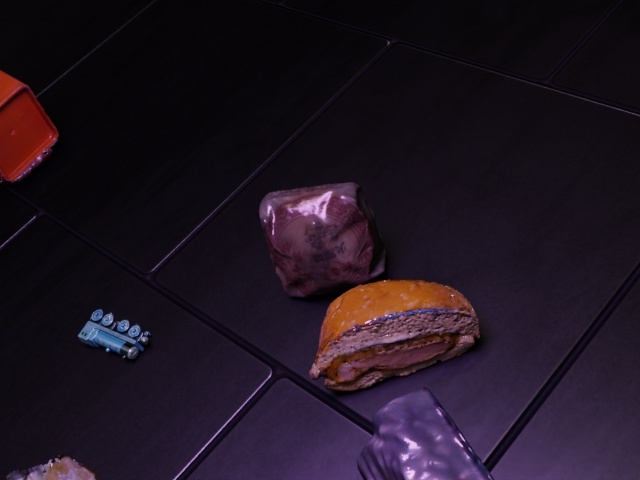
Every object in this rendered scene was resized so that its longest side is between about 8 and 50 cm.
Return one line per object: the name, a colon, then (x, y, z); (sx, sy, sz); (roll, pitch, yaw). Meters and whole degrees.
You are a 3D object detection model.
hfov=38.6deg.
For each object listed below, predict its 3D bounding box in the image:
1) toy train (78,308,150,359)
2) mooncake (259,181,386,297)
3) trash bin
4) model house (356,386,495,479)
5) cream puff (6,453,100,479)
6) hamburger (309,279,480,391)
toy train: (-0.241, 0.111, 1.070); (0.092, 0.029, 0.045); (17, 65, 32)
mooncake: (0.000, 0.000, 0.998); (0.125, 0.130, 0.073); (-14, 33, 12)
trash bin: (-0.532, -0.180, 1.369); (0.238, 0.161, 0.184); (25, 62, 33)
model house: (0.022, 0.301, 0.673); (0.300, 0.190, 0.271); (-28, 47, -3)
cream puff: (-0.278, 0.283, 0.873); (0.156, 0.156, 0.121); (-33, 88, -9)
hamburger: (0.064, 0.077, 0.932); (0.176, 0.087, 0.102); (-22, 46, 6)
